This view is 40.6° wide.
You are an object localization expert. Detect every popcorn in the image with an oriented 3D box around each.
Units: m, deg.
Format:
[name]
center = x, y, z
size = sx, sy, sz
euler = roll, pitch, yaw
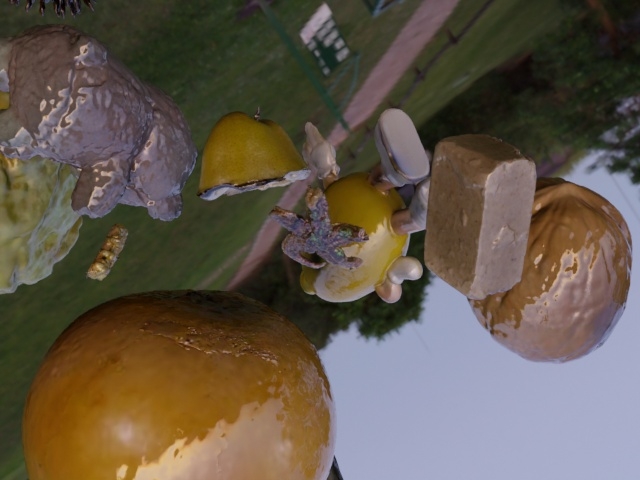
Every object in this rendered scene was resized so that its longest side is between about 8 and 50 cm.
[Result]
[popcorn]
center = -0.484, -0.071, 1.268
size = 0.293, 0.292, 0.334
euler = -21, 142, 14

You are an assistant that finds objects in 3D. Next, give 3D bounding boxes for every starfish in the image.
[starfish]
center = 0.003, -0.009, 1.188
size = 0.150, 0.209, 0.053
euler = -1, -117, 36

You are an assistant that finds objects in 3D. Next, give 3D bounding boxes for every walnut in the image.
[walnut]
center = 0.404, 0.048, 1.526
size = 0.332, 0.333, 0.333
euler = -32, 180, 0

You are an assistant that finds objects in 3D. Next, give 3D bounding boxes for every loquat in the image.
[loquat]
center = -0.117, 0.155, 0.740
size = 0.263, 0.263, 0.263
euler = -32, 180, 0

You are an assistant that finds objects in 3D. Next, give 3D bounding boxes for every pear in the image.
[pear]
center = -0.160, -0.186, 1.836
size = 0.266, 0.178, 0.267
euler = -16, 179, 0

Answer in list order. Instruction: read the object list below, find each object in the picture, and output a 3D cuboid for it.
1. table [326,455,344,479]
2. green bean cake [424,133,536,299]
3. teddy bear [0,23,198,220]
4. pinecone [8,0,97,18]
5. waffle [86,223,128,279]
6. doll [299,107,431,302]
[table]
center = -0.160, 0.503, 1.609
size = 0.335, 0.222, 0.272
euler = -39, 145, 24
[green bean cake]
center = 0.190, -0.030, 1.046
size = 0.085, 0.179, 0.109
euler = -12, -152, -28
[teddy bear]
center = -0.249, -0.136, 0.978
size = 0.151, 0.236, 0.267
euler = -15, 160, 13
[pinecone]
center = -0.472, -0.457, 1.475
size = 0.165, 0.163, 0.163
euler = -9, 174, -15
[waffle]
center = -0.455, 0.046, 1.817
size = 0.192, 0.046, 0.161
euler = -49, -162, 44
[doll]
center = 0.078, -0.053, 1.558
size = 0.161, 0.348, 0.423
euler = -14, -170, -36
